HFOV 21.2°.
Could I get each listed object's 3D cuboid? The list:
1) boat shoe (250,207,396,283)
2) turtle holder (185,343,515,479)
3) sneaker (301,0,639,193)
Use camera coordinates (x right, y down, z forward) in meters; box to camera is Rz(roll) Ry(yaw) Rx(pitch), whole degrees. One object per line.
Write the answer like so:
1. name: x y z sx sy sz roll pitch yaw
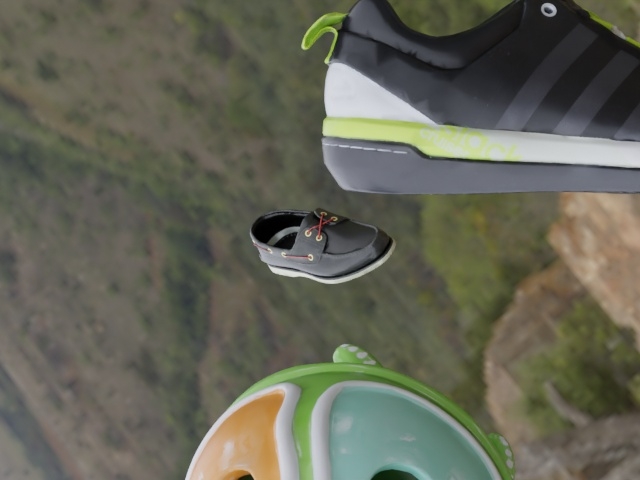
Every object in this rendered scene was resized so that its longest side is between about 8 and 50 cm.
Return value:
1. boat shoe: -0.001 0.001 1.258 0.133 0.049 0.042 3 136 48
2. turtle holder: 0.036 0.248 1.228 0.320 0.243 0.227 63 -169 -6
3. sneaker: 0.110 -0.068 0.704 0.084 0.235 0.097 -158 68 -86
